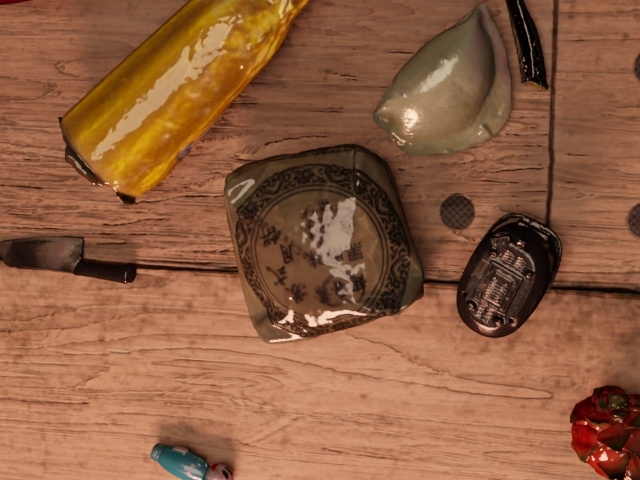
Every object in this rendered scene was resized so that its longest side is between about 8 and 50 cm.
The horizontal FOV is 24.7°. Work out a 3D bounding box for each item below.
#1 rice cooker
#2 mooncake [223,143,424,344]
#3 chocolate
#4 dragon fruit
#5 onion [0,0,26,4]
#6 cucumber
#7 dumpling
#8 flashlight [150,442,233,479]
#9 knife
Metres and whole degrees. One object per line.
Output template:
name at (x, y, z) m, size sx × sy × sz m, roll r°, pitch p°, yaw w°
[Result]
rice cooker at (0.246, 0.049, 1.920) m, size 0.112 × 0.106 × 0.165 m, roll 29°, pitch 114°, yaw 13°
mooncake at (0.000, 0.001, 1.962) m, size 0.254 × 0.136 × 0.250 m, roll -14°, pitch 97°, yaw 16°
chocolate at (-0.152, -0.245, 1.959) m, size 0.445 × 0.162 × 0.162 m, roll -42°, pitch 85°, yaw 14°
dragon fruit at (0.392, 0.255, 1.896) m, size 0.130 × 0.121 × 0.142 m, roll -24°, pitch 72°, yaw 2°
onion at (-0.411, -0.449, 1.952) m, size 0.260 × 0.282 × 0.336 m, roll 36°, pitch 120°, yaw -26°
cucumber at (0.272, -0.261, 1.912) m, size 0.034 × 0.033 × 0.135 m, roll -11°, pitch 95°, yaw -22°
dumpling at (0.173, -0.205, 1.921) m, size 0.217 × 0.149 × 0.105 m, roll -52°, pitch 44°, yaw 8°
flashlight at (-0.185, 0.329, 2.094) m, size 0.129 × 0.051 × 0.051 m, roll 20°, pitch 101°, yaw 15°
knife at (-0.374, 0.023, 2.122) m, size 0.230 × 0.028 × 0.060 m, roll 6°, pitch 86°, yaw 17°
